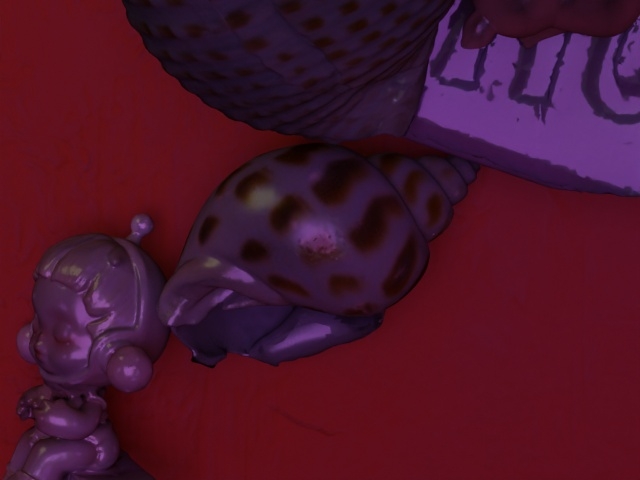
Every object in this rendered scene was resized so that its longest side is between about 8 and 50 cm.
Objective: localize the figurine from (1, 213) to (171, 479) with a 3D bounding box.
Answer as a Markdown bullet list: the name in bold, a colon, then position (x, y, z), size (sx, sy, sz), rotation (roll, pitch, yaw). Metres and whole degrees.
- **figurine**: position (-0.186, 0.105, 1.361), size (0.144, 0.182, 0.257), rotation (7, 97, -10)

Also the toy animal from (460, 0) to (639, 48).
- **toy animal**: position (0.173, -0.183, 1.161), size (0.150, 0.089, 0.083), rotation (-4, 94, -3)

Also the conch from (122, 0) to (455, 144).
- **conch**: position (-0.025, -0.216, 1.119), size (0.303, 0.215, 0.319), rotation (-6, 98, 19)

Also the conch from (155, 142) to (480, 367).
- **conch**: position (0.000, 0.000, 1.326), size (0.275, 0.183, 0.149), rotation (-7, 63, 6)

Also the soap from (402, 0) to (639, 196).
- **soap**: position (0.161, -0.189, 1.282), size (0.446, 0.156, 0.261), rotation (20, 99, 2)
